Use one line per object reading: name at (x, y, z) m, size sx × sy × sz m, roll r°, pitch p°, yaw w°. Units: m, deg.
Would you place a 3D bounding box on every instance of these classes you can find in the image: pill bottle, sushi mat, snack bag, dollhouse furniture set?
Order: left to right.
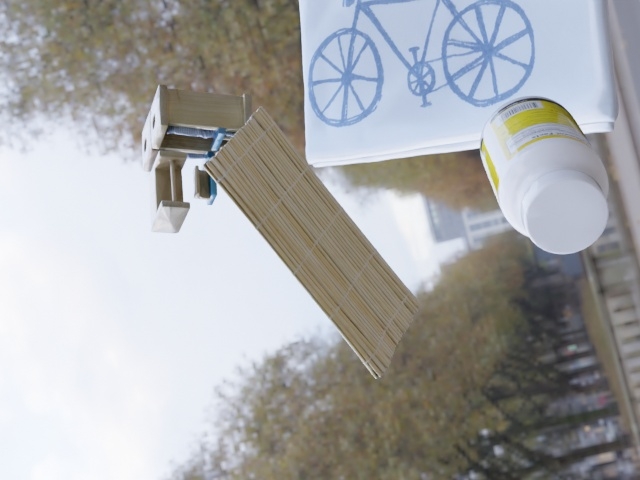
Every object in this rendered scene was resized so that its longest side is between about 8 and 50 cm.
dollhouse furniture set at (-0.166, -0.093, 1.570) m, size 0.129 × 0.129 × 0.183 m, roll 125°, pitch 144°, yaw -58°
sushi mat at (0.000, 0.000, 1.318) m, size 0.316 × 0.019 × 0.151 m, roll 51°, pitch -145°, yaw -14°
snack bag at (0.092, -0.241, 0.955) m, size 0.037 × 0.323 × 0.342 m, roll -4°, pitch -91°, yaw -45°
pill bottle at (0.135, -0.039, 0.697) m, size 0.116 × 0.065 × 0.065 m, roll -92°, pitch -16°, yaw -63°
